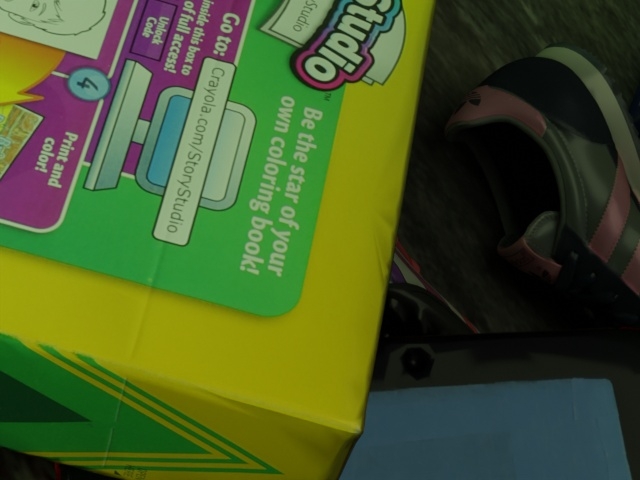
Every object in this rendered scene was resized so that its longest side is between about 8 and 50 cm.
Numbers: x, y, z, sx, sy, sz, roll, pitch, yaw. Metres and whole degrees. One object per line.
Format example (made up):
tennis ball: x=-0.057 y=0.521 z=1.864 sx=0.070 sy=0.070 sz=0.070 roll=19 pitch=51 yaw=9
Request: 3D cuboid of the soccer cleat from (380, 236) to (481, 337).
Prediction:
soccer cleat: x=0.000 y=0.000 z=0.933 sx=0.318 sy=0.108 sz=0.116 roll=38 pitch=43 yaw=-19

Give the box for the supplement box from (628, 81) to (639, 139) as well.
supplement box: x=0.457 y=-0.163 z=1.287 sx=0.195 sy=0.356 sz=0.194 roll=44 pitch=43 yaw=-18

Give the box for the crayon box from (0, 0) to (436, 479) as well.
crayon box: x=-0.112 y=-0.074 z=0.769 sx=0.313 sy=0.106 sz=0.363 roll=16 pitch=52 yaw=-5

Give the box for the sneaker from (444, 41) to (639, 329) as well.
sneaker: x=0.193 y=0.022 z=1.128 sx=0.131 sy=0.112 sz=0.319 roll=-25 pitch=83 yaw=-32

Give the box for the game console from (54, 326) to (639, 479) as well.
game console: x=0.067 y=0.213 z=0.800 sx=0.386 sy=0.060 sz=0.342 roll=-1 pitch=65 yaw=-19
